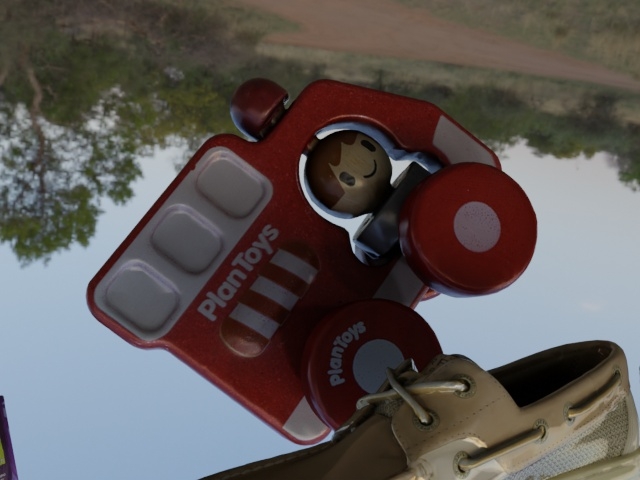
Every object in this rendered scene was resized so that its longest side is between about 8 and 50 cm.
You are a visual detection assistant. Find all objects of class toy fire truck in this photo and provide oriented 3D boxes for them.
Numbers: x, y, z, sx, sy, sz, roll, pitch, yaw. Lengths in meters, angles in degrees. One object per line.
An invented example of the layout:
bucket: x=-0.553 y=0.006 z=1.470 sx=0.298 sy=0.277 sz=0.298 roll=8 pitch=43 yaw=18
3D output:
toy fire truck: x=0.000 y=0.000 z=0.548 sx=0.254 sy=0.302 sz=0.169 roll=37 pitch=168 yaw=-6

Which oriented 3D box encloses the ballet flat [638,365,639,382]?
ballet flat: x=0.485 y=0.060 z=0.726 sx=0.147 sy=0.409 sz=0.147 roll=27 pitch=-158 yaw=-12

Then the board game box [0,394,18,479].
board game box: x=-0.502 y=0.337 z=0.806 sx=0.056 sy=0.208 sz=0.347 roll=-11 pitch=-178 yaw=21

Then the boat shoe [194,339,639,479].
boat shoe: x=0.059 y=0.108 z=0.368 sx=0.302 sy=0.098 sz=0.109 roll=-2 pitch=-179 yaw=-29
